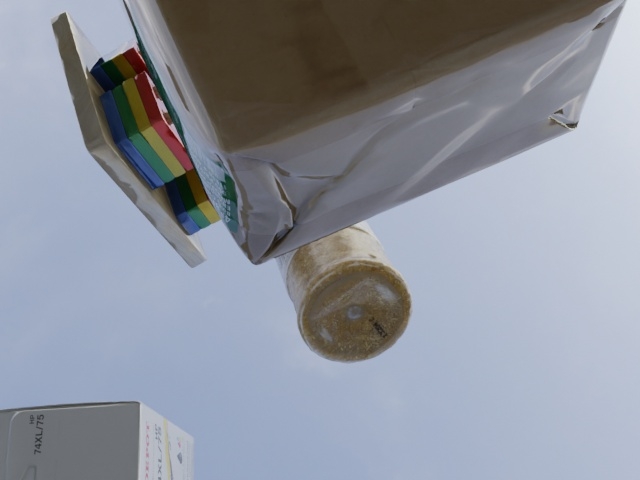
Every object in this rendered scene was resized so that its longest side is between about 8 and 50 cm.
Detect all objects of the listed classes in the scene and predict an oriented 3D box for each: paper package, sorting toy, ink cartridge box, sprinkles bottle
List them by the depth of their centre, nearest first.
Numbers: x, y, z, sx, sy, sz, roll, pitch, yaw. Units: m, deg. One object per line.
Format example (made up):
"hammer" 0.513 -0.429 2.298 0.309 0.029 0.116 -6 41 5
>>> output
"paper package" 0.011 -0.196 0.619 0.310 0.168 0.324 -24 -114 -8
"sprinkles bottle" 0.000 0.000 0.961 0.121 0.355 0.121 -5 -63 -10
"ink cartridge box" -0.283 0.327 1.021 0.197 0.270 0.198 -5 -112 4
"sorting toy" -0.211 -0.139 1.028 0.089 0.257 0.255 -28 -127 3
